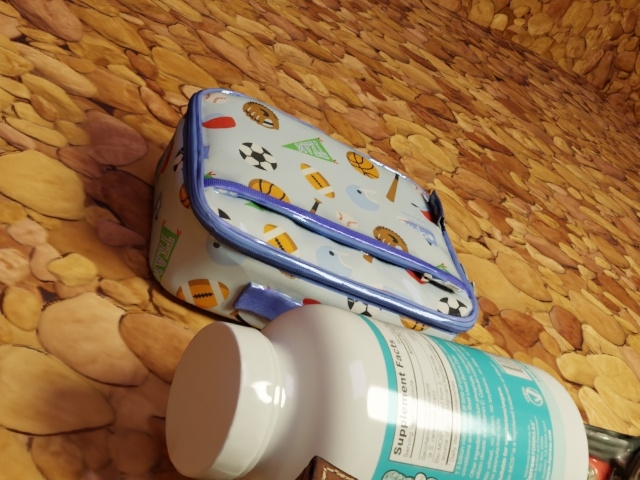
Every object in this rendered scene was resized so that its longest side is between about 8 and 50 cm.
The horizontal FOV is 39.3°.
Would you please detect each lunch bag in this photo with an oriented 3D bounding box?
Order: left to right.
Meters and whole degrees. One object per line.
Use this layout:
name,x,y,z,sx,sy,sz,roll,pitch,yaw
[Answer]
lunch bag,0.000,0.000,0.803,0.303,0.115,0.243,22,31,-24

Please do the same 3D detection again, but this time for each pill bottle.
pill bottle,0.037,0.127,0.587,0.264,0.146,0.146,18,30,-30

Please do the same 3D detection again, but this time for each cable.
cable,0.308,0.225,0.883,0.139,0.072,0.287,29,8,28

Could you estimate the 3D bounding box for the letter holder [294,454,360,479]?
letter holder,0.074,0.276,0.375,0.302,0.152,0.214,30,28,-9
